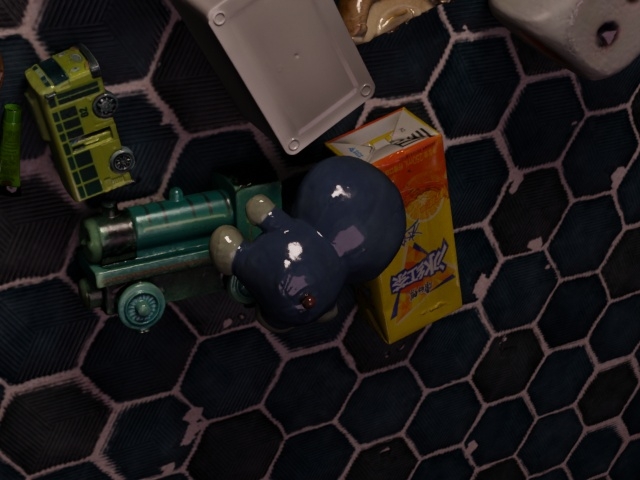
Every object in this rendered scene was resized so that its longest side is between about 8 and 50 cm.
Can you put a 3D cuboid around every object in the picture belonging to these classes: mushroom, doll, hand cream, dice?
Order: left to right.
[{"bbox_3d":[-0.388,-0.110,1.262,0.036,0.023,0.122,7,117,-13],"label":"hand cream"},{"bbox_3d":[0.000,0.000,1.378,0.258,0.154,0.228,-47,125,-22],"label":"doll"},{"bbox_3d":[0.096,-0.337,1.392,0.209,0.072,0.094,-32,128,-27],"label":"mushroom"},{"bbox_3d":[0.377,-0.361,1.477,0.194,0.193,0.192,28,103,-39],"label":"dice"}]

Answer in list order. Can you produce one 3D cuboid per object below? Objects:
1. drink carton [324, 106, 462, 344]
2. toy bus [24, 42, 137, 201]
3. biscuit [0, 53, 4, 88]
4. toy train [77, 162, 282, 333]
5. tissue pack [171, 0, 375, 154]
[{"bbox_3d":[0.119,-0.016,1.590,0.154,0.111,0.351,-25,130,-16],"label":"drink carton"},{"bbox_3d":[-0.299,-0.144,1.254,0.101,0.088,0.175,-23,130,-16],"label":"toy bus"},{"bbox_3d":[-0.469,-0.214,1.135,0.236,0.039,0.180,31,97,-42],"label":"biscuit"},{"bbox_3d":[-0.192,0.006,1.406,0.298,0.120,0.194,-13,117,-25],"label":"toy train"},{"bbox_3d":[-0.060,-0.259,1.302,0.159,0.136,0.246,-37,132,-7],"label":"tissue pack"}]
